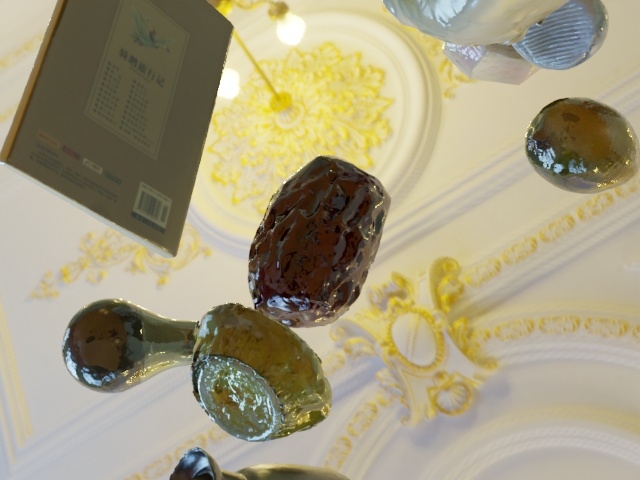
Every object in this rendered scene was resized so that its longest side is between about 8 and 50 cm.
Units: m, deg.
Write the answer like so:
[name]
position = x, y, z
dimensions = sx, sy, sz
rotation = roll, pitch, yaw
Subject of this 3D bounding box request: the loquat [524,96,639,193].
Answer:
[loquat]
position = 0.412, -0.143, 1.269
dimensions = 0.195, 0.152, 0.152
rotation = 12, -117, -17

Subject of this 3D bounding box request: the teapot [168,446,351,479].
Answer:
[teapot]
position = -0.095, 0.404, 1.035
dimensions = 0.223, 0.285, 0.305
rotation = -57, -155, 20

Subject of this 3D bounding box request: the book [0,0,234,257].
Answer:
[book]
position = -0.196, -0.164, 0.856
dimensions = 0.021, 0.217, 0.311
rotation = -9, -120, 36

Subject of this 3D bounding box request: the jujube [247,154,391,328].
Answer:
[jujube]
position = 0.000, 0.000, 1.572
dimensions = 0.258, 0.258, 0.377
rotation = -2, -128, 22

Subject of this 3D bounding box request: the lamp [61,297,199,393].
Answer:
[lamp]
position = -0.342, 0.221, 1.588
dimensions = 0.313, 0.182, 0.182
rotation = 18, -115, -18

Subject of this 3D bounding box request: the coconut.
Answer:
[coconut]
position = 0.346, -0.399, 1.496
dimensions = 0.236, 0.197, 0.237
rotation = 0, -98, -2

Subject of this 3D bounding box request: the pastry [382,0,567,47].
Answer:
[pastry]
position = 0.073, -0.171, 0.368
dimensions = 0.088, 0.166, 0.166
rotation = -15, -126, -24

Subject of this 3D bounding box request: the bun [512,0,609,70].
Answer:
[bun]
position = 0.331, -0.307, 1.133
dimensions = 0.140, 0.141, 0.083
rotation = 13, -135, 27

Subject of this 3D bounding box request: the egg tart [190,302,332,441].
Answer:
[egg tart]
position = -0.079, 0.161, 0.945
dimensions = 0.197, 0.197, 0.078
rotation = 12, -145, 27
